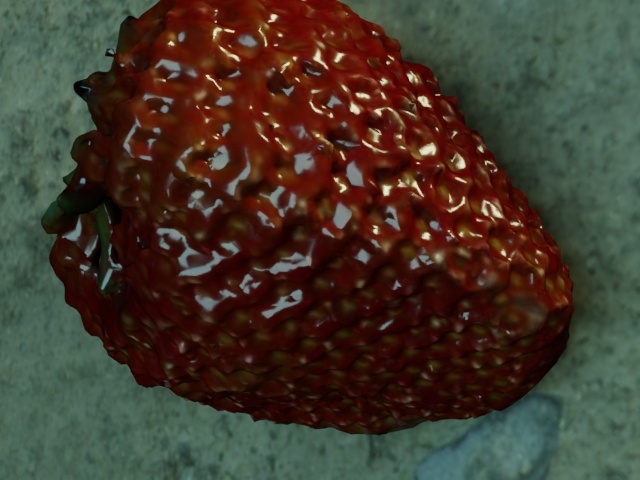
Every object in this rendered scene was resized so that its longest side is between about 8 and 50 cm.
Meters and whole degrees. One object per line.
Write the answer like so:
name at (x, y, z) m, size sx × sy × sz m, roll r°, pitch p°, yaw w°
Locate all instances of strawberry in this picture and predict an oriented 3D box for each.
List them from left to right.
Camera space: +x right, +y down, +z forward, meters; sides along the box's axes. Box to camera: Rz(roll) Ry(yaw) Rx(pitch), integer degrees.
strawberry at (0.000, 0.000, 0.803) m, size 0.351 × 0.267 × 0.312 m, roll 26°, pitch 136°, yaw -1°
